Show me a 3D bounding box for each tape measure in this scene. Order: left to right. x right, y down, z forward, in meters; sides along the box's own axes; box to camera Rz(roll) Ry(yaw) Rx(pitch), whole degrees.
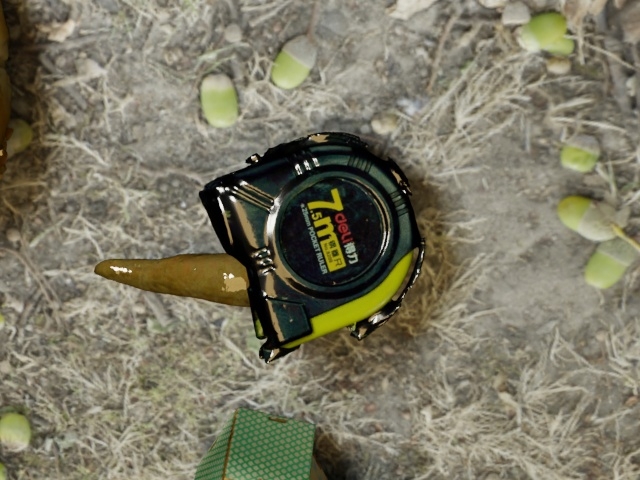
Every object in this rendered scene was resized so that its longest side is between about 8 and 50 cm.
[{"bbox_3d":[0.000,0.000,1.536,0.186,0.112,0.199,-20,98,-9],"label":"tape measure"}]

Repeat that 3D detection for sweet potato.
[{"bbox_3d":[-0.104,0.037,1.606,0.249,0.059,0.069,9,149,4],"label":"sweet potato"}]

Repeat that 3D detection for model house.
[{"bbox_3d":[-0.047,0.275,1.629,0.271,0.178,0.206,-21,114,16],"label":"model house"}]

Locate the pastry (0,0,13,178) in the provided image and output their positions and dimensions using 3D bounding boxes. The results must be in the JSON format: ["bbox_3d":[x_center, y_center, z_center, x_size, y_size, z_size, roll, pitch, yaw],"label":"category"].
[{"bbox_3d":[-0.398,-0.157,1.506,0.255,0.162,0.311,2,102,16],"label":"pastry"}]
